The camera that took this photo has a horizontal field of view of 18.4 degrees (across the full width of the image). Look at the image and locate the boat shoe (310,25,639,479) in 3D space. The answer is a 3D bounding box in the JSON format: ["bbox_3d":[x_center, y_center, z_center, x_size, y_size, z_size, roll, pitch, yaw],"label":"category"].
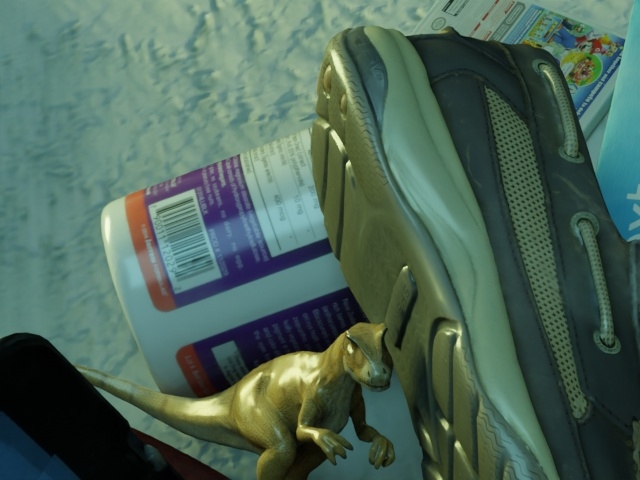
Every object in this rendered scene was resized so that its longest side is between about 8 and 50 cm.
[{"bbox_3d":[0.103,0.053,0.809,0.130,0.132,0.355,-12,66,-14],"label":"boat shoe"}]

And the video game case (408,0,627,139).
[{"bbox_3d":[0.102,-0.093,1.060,0.122,0.011,0.087,26,66,30],"label":"video game case"}]

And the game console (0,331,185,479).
[{"bbox_3d":[-0.086,0.227,0.714,0.250,0.173,0.293,32,74,3],"label":"game console"}]

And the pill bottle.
[{"bbox_3d":[0.000,0.000,0.965,0.193,0.108,0.108,-20,53,2],"label":"pill bottle"}]

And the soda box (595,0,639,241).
[{"bbox_3d":[0.175,-0.030,0.960,0.071,0.067,0.210,5,58,20],"label":"soda box"}]

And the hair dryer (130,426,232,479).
[{"bbox_3d":[-0.146,0.130,0.874,0.293,0.080,0.223,6,16,-23],"label":"hair dryer"}]

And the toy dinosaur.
[{"bbox_3d":[-0.022,0.081,0.885,0.064,0.112,0.211,-21,2,-44],"label":"toy dinosaur"}]
